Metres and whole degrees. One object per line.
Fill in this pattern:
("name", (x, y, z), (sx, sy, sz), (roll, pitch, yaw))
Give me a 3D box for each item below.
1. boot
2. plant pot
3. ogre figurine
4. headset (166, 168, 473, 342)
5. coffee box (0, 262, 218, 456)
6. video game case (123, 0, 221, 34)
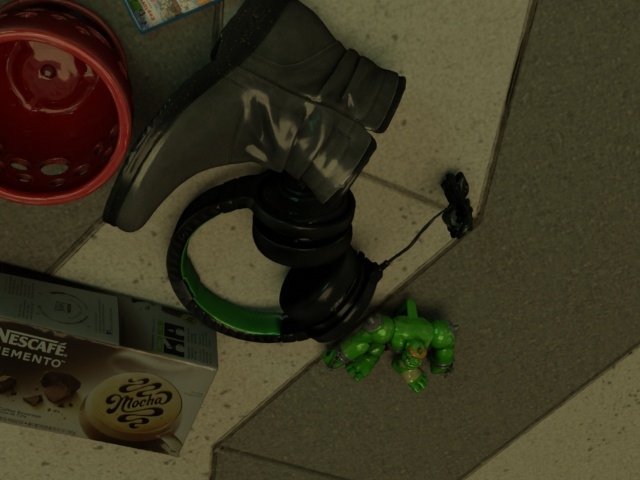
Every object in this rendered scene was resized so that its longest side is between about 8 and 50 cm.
("boot", (-0.066, -0.101, 0.918), (0.223, 0.118, 0.338), (38, 90, -11))
("plant pot", (-0.295, -0.156, 0.883), (0.191, 0.174, 0.191), (-5, 120, -8))
("ogre figurine", (0.112, 0.151, 1.185), (0.197, 0.096, 0.118), (20, 133, -4))
("headset", (0.000, 0.000, 1.074), (0.394, 0.185, 0.243), (-11, 126, 14))
("coffee box", (-0.304, 0.162, 1.096), (0.297, 0.119, 0.168), (18, 116, -19))
("video game case", (-0.149, -0.313, 0.912), (0.166, 0.015, 0.119), (-22, 122, 3))
